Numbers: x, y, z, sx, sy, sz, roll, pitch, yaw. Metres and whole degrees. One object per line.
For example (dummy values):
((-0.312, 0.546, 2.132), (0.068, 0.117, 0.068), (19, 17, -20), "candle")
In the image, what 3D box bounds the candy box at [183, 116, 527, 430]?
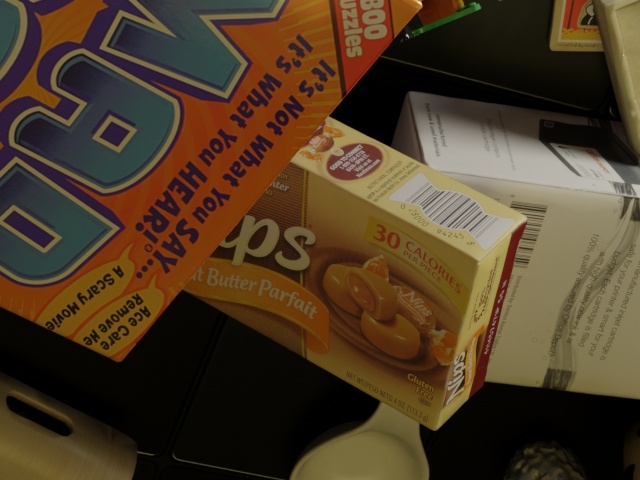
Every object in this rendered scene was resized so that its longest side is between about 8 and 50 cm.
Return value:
((0.000, 0.000, 1.584), (0.316, 0.087, 0.183), (29, 129, 22), "candy box")

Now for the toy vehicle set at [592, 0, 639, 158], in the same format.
((0.366, -0.184, 1.588), (0.267, 0.035, 0.166), (-22, 127, -2), "toy vehicle set")

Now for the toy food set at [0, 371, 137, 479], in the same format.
((-0.351, 0.259, 1.832), (0.219, 0.092, 0.306), (31, 110, -26), "toy food set")

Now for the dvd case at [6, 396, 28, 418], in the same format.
((-0.411, 0.212, 1.851), (0.238, 0.029, 0.179), (5, 127, -11), "dvd case")

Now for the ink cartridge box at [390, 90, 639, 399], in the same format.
((0.203, 0.010, 1.693), (0.307, 0.129, 0.223), (7, 126, -11), "ink cartridge box")

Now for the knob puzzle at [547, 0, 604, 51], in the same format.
((0.286, -0.234, 1.575), (0.213, 0.030, 0.213), (-3, 128, -3), "knob puzzle")

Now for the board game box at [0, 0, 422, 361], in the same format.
((-0.194, -0.211, 1.338), (0.356, 0.356, 0.356), (28, 120, -24), "board game box")

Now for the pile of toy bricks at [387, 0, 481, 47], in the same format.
((0.078, -0.221, 1.531), (0.212, 0.118, 0.105), (-21, 95, 21), "pile of toy bricks")

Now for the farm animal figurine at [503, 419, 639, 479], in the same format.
((0.348, 0.296, 1.799), (0.330, 0.327, 0.172), (-16, 146, 10), "farm animal figurine")

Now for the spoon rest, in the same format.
((0.053, 0.182, 1.842), (0.137, 0.084, 0.276), (8, 126, -12), "spoon rest")
